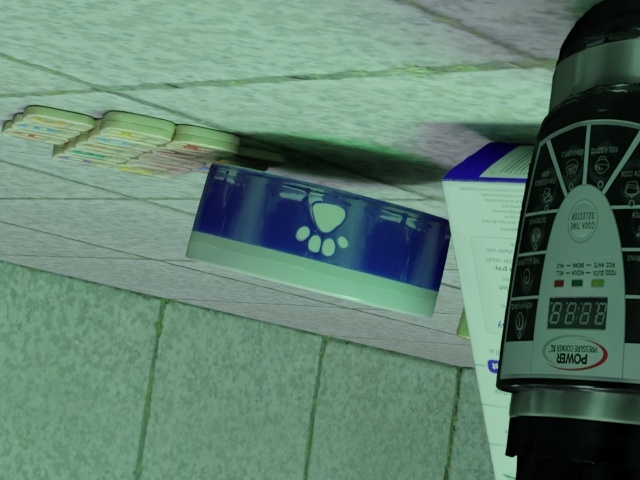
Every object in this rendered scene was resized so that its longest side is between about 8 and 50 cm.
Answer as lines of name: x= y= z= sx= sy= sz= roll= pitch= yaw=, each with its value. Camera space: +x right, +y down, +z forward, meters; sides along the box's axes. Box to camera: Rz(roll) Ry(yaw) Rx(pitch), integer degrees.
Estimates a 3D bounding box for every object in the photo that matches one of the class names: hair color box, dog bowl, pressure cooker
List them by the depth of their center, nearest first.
pressure cooker: x=0.310 y=0.072 z=1.213 sx=0.375 sy=0.420 sz=0.370 roll=6 pitch=174 yaw=14
hair color box: x=0.238 y=0.084 z=1.724 sx=0.185 sy=0.339 sz=0.110 roll=4 pitch=-156 yaw=35
dog bowl: x=0.000 y=0.000 z=1.960 sx=0.265 sy=0.104 sz=0.265 roll=14 pitch=179 yaw=0

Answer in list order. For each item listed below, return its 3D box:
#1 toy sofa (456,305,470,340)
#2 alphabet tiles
toy sofa: x=0.339 y=0.084 z=2.117 sx=0.362 sy=0.150 sz=0.177 roll=14 pitch=175 yaw=27
alphabet tiles: x=-0.189 y=-0.097 z=2.007 sx=0.278 sy=0.021 sz=0.284 roll=11 pitch=173 yaw=-19
